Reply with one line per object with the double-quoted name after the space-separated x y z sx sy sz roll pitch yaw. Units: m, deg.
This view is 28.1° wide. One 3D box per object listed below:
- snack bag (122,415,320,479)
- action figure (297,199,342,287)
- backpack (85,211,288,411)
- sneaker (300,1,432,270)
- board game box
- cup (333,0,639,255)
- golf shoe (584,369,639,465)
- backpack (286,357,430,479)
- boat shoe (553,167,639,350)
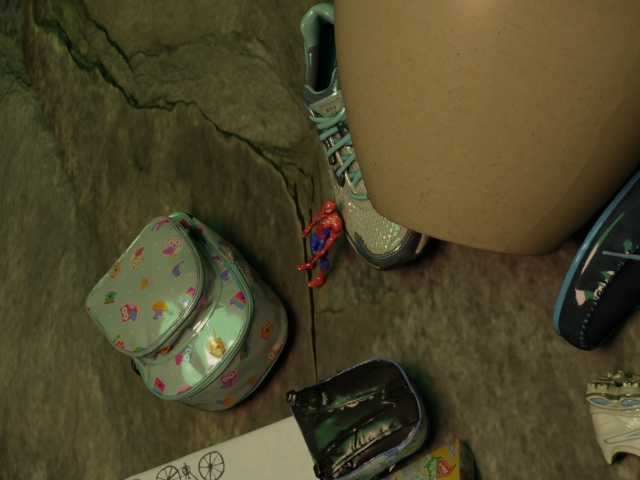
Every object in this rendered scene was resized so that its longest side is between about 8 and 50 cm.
-0.095 0.372 1.255 0.323 0.037 0.343 -22 65 24 "snack bag"
0.000 0.000 1.273 0.038 0.030 0.115 62 149 33 "action figure"
-0.134 0.078 1.307 0.166 0.144 0.188 -48 60 4 "backpack"
0.029 -0.105 1.250 0.110 0.122 0.283 -23 65 24 "sneaker"
0.088 0.252 1.128 0.103 0.026 0.154 -32 21 20 "board game box"
0.151 -0.123 1.109 0.331 0.331 0.237 22 104 35 "cup"
0.306 0.155 1.057 0.176 0.069 0.086 -2 97 46 "golf shoe"
0.044 0.169 1.198 0.114 0.084 0.105 -29 62 9 "backpack"
0.297 -0.010 1.086 0.089 0.109 0.258 37 98 33 "boat shoe"
